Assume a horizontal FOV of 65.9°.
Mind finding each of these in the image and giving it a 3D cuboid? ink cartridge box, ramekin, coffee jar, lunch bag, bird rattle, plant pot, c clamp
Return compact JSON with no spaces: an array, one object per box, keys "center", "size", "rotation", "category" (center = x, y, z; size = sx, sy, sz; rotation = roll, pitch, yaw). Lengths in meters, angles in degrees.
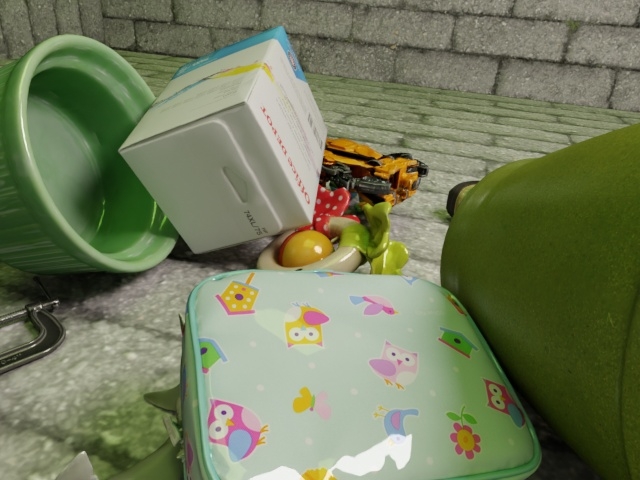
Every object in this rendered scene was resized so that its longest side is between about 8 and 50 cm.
[{"center":[-0.122,-0.154,0.746],"size":[0.197,0.198,0.270],"rotation":[-14,38,18],"category":"ink cartridge box"},{"center":[-0.325,-0.096,0.654],"size":[0.148,0.303,0.303],"rotation":[-11,23,15],"category":"ramekin"},{"center":[0.317,-0.048,0.895],"size":[0.096,0.079,0.184],"rotation":[-10,29,-26],"category":"coffee jar"},{"center":[0.019,0.133,0.404],"size":[0.279,0.108,0.224],"rotation":[3,41,-21],"category":"lunch bag"},{"center":[0.000,0.000,0.712],"size":[0.207,0.143,0.253],"rotation":[-30,36,-23],"category":"bird rattle"},{"center":[0.294,0.046,0.424],"size":[0.366,0.366,0.353],"rotation":[-5,11,-19],"category":"plant pot"},{"center":[-0.366,0.106,0.555],"size":[0.137,0.022,0.161],"rotation":[28,34,29],"category":"c clamp"}]

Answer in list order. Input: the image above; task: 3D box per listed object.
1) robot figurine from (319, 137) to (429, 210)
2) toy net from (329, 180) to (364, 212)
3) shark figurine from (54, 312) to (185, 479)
[{"center":[0.050,-0.128,0.910],"size":[0.291,0.085,0.211],"rotation":[22,32,32],"category":"robot figurine"},{"center":[0.129,-0.115,1.039],"size":[0.232,0.045,0.122],"rotation":[-19,34,-39],"category":"toy net"},{"center":[-0.152,0.169,0.357],"size":[0.166,0.116,0.278],"rotation":[19,32,25],"category":"shark figurine"}]
